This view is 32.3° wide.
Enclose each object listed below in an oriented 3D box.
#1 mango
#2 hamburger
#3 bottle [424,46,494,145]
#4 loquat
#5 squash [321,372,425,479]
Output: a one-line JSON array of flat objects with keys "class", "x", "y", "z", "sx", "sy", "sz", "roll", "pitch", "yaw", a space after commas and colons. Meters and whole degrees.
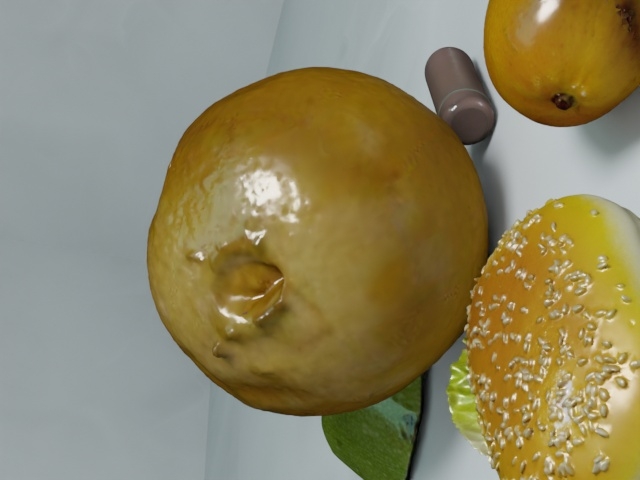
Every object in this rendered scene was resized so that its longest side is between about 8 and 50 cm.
[{"class": "mango", "x": 0.174, "y": -0.161, "z": 0.778, "sx": 0.219, "sy": 0.112, "sz": 0.145, "roll": -74, "pitch": -1, "yaw": -62}, {"class": "hamburger", "x": 0.149, "y": 0.076, "z": 0.636, "sx": 0.210, "sy": 0.116, "sz": 0.173, "roll": -92, "pitch": 18, "yaw": -48}, {"class": "bottle", "x": 0.137, "y": -0.146, "z": 1.103, "sx": 0.140, "sy": 0.053, "sz": 0.053, "roll": -97, "pitch": 19, "yaw": -58}, {"class": "loquat", "x": 0.000, "y": 0.000, "z": 1.017, "sx": 0.328, "sy": 0.328, "sz": 0.329, "roll": -170, "pitch": 90, "yaw": -80}, {"class": "squash", "x": 0.049, "y": 0.178, "z": 1.184, "sx": 0.184, "sy": 0.085, "sz": 0.192, "roll": -125, "pitch": 45, "yaw": -77}]
